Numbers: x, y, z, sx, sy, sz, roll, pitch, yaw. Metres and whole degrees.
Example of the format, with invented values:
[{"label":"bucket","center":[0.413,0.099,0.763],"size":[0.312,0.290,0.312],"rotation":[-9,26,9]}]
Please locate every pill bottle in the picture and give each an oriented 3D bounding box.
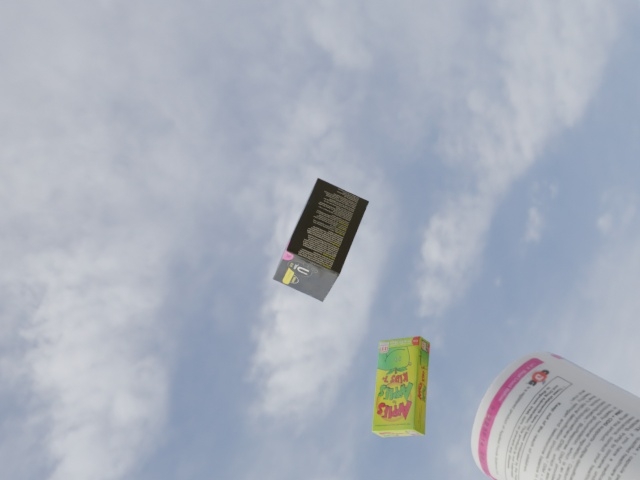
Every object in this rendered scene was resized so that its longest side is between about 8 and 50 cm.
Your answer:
[{"label":"pill bottle","center":[0.308,0.241,0.941],"size":[0.160,0.283,0.160],"rotation":[-16,-62,-33]}]

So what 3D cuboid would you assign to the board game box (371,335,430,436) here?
[{"label":"board game box","center":[0.154,0.277,1.731],"size":[0.043,0.092,0.181],"rotation":[37,-128,-47]}]

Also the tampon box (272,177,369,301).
[{"label":"tampon box","center":[0.000,0.000,1.577],"size":[0.120,0.101,0.161],"rotation":[117,177,-59]}]
